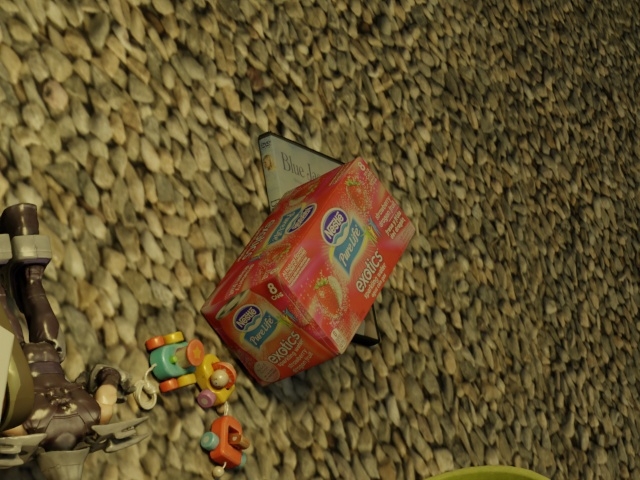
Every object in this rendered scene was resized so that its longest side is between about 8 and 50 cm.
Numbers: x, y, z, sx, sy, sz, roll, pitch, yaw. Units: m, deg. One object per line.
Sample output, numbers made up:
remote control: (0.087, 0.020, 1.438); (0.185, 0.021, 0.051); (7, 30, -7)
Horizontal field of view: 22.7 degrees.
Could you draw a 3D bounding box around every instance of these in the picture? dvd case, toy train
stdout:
dvd case: (0.000, 0.000, 1.995); (0.180, 0.022, 0.253); (18, 56, -53)
toy train: (-0.121, 0.164, 1.664); (0.166, 0.046, 0.125); (43, 37, -37)

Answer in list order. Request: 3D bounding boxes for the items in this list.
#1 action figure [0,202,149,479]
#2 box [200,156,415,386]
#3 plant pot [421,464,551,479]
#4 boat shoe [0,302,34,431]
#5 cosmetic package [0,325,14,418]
action figure: (-0.256, 0.102, 1.408); (0.185, 0.099, 0.285); (2, 60, -43)
box: (-0.009, 0.032, 1.821); (0.122, 0.128, 0.257); (53, 39, -16)
plant pot: (0.184, 0.438, 1.807); (0.253, 0.276, 0.276); (68, 27, -24)
boat shoe: (-0.343, 0.026, 1.286); (0.104, 0.110, 0.307); (-14, 62, -46)
cosmetic package: (-0.349, 0.162, 1.108); (0.138, 0.224, 0.224); (38, 42, -41)
